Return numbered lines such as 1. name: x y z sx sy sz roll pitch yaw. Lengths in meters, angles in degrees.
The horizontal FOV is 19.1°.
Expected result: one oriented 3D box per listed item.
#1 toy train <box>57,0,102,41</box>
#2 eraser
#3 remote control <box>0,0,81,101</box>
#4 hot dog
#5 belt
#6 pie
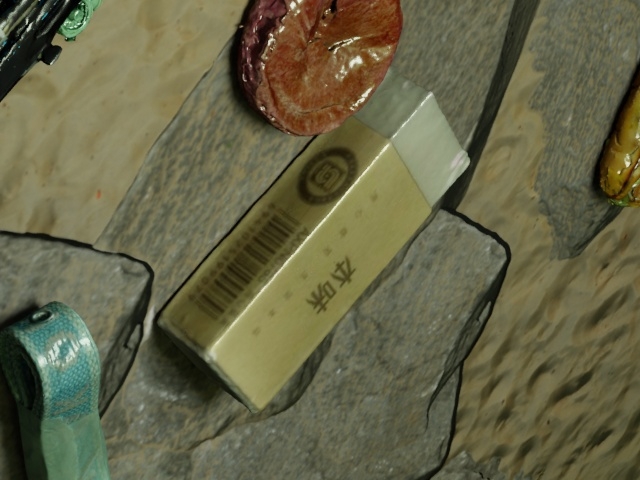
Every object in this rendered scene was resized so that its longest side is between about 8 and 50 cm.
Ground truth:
1. toy train: -0.236 -0.214 1.450 0.176 0.074 0.118 -7 117 -45
2. eraser: 0.000 0.000 1.870 0.343 0.078 0.144 -49 144 -9
3. remote control: -0.194 -0.237 1.393 0.399 0.062 0.144 -57 137 -25
4. hot dog: 0.400 -0.158 2.197 0.115 0.072 0.269 14 108 -52
5. belt: -0.234 0.184 1.743 0.072 0.087 0.302 -34 139 -31
6. pie: -0.001 -0.181 1.753 0.182 0.049 0.182 -23 130 -30
